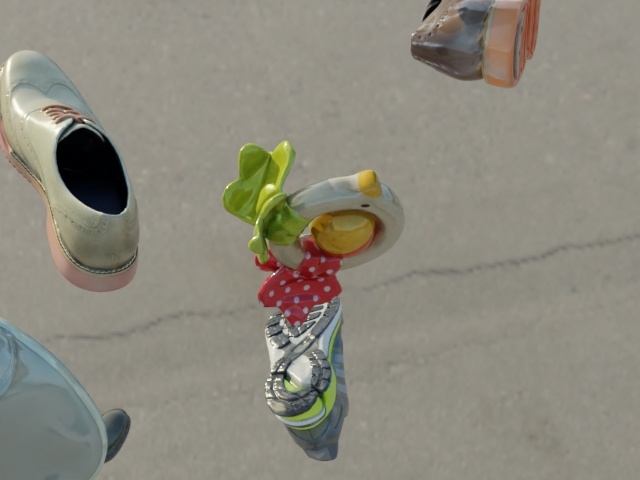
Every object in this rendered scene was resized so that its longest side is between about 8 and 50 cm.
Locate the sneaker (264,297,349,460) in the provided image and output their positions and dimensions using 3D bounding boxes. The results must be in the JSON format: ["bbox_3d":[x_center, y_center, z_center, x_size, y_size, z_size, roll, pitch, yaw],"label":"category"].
[{"bbox_3d":[-0.014,0.181,1.872,0.111,0.121,0.300,-11,29,12],"label":"sneaker"}]

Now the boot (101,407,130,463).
[{"bbox_3d":[-0.362,0.292,2.142,0.082,0.106,0.219,20,32,21],"label":"boot"}]

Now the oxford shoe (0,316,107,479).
[{"bbox_3d":[-0.350,0.110,1.130,0.449,0.169,0.130,43,7,-36],"label":"oxford shoe"}]

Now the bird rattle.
[{"bbox_3d":[0.000,0.000,1.633,0.207,0.253,0.143,-16,49,11],"label":"bird rattle"}]

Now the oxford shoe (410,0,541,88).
[{"bbox_3d":[0.194,-0.276,1.676,0.133,0.130,0.363,6,19,13],"label":"oxford shoe"}]

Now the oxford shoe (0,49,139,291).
[{"bbox_3d":[-0.318,-0.126,1.798,0.140,0.146,0.397,-13,55,-29],"label":"oxford shoe"}]
